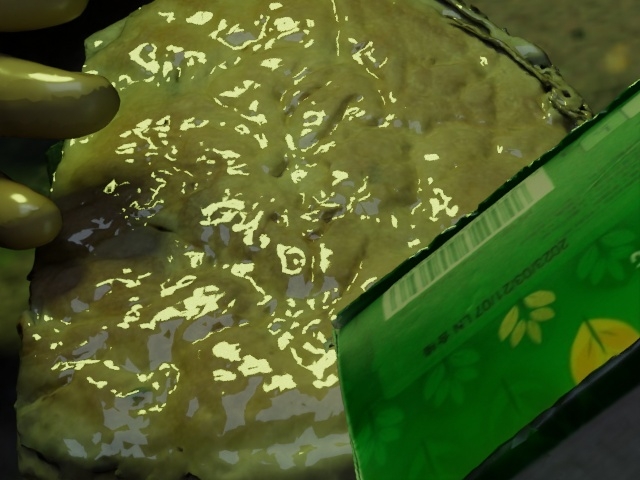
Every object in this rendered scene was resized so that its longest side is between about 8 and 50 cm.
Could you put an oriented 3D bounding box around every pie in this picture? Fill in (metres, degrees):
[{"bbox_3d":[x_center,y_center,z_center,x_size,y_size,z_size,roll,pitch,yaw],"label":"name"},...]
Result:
[{"bbox_3d":[-0.001,-0.002,0.592,0.185,0.052,0.218,-7,48,14],"label":"pie"}]

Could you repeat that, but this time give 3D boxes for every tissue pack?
[{"bbox_3d":[0.129,0.030,0.441,0.209,0.156,0.148,-38,12,7],"label":"tissue pack"}]

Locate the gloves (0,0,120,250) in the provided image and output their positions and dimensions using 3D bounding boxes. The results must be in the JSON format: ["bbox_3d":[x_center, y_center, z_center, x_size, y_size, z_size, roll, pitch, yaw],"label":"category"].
[{"bbox_3d":[-0.154,-0.015,0.578,0.203,0.164,0.124,-37,58,-14],"label":"gloves"}]
